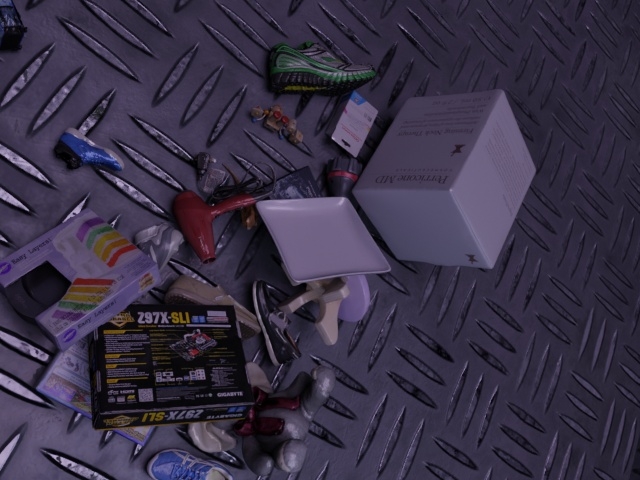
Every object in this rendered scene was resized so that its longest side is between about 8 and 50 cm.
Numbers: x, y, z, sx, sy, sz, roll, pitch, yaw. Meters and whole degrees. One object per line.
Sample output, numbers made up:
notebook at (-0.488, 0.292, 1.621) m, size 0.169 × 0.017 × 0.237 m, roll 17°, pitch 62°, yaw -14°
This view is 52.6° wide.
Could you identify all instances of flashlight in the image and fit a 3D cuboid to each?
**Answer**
flashlight at (0.050, -0.081, 1.824) m, size 0.103 × 0.103 × 0.303 m, roll 18°, pitch 72°, yaw -31°

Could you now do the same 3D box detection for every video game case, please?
video game case at (-0.454, 0.288, 1.458) m, size 0.269 × 0.061 × 0.244 m, roll 38°, pitch 63°, yaw -22°

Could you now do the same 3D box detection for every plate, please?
plate at (0.000, 0.000, 1.628) m, size 0.278 × 0.045 × 0.277 m, roll -5°, pitch 48°, yaw -29°

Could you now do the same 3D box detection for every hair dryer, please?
hair dryer at (-0.250, -0.083, 1.582) m, size 0.224 × 0.080 × 0.293 m, roll 14°, pitch 75°, yaw 14°

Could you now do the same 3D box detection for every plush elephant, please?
plush elephant at (-0.154, 0.409, 1.540) m, size 0.255 × 0.330 × 0.271 m, roll 30°, pitch 53°, yaw -2°

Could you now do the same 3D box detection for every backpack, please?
backpack at (-0.695, -0.478, 1.393) m, size 0.084 × 0.105 × 0.114 m, roll -17°, pitch 87°, yaw -35°

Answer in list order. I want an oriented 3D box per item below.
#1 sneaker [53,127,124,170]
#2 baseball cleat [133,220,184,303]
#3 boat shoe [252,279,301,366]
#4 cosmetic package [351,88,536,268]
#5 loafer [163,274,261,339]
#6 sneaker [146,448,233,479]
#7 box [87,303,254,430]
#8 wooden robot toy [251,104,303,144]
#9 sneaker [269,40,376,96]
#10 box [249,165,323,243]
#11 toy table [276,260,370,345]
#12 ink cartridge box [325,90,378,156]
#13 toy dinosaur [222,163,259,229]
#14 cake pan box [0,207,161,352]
sneaker at (-0.532, -0.184, 1.481) m, size 0.152 × 0.058 × 0.084 m, roll 35°, pitch 60°, yaw -20°
baseball cleat at (-0.412, 0.046, 1.531) m, size 0.109 × 0.072 × 0.205 m, roll 35°, pitch 60°, yaw -9°
boat shoe at (-0.115, 0.206, 1.671) m, size 0.084 × 0.079 × 0.233 m, roll -54°, pitch 126°, yaw -77°
cosmetic package at (0.367, -0.175, 1.867) m, size 0.327 × 0.330 × 0.393 m, roll 53°, pitch 56°, yaw -37°
loafer at (-0.254, 0.160, 1.587) m, size 0.269 × 0.102 × 0.092 m, roll 34°, pitch 41°, yaw -32°
sneaker at (-0.299, 0.536, 1.512) m, size 0.211 × 0.081 × 0.080 m, roll 18°, pitch 75°, yaw -29°
box at (-0.320, 0.260, 1.382) m, size 0.322 × 0.079 × 0.257 m, roll 3°, pitch 48°, yaw -27°
wooden robot toy at (-0.111, -0.341, 1.782) m, size 0.173 × 0.076 × 0.079 m, roll 28°, pitch 57°, yaw -27°
sneaker at (0.014, -0.500, 1.847) m, size 0.344 × 0.134 × 0.146 m, roll -5°, pitch 85°, yaw -33°
box at (-0.079, -0.096, 1.748) m, size 0.158 × 0.093 × 0.156 m, roll -31°, pitch 100°, yaw -32°
toy table at (0.002, 0.124, 1.698) m, size 0.274 × 0.252 × 0.161 m, roll 53°, pitch 42°, yaw -3°
ink cartridge box at (0.086, -0.336, 1.912) m, size 0.104 × 0.062 × 0.181 m, roll 36°, pitch 64°, yaw -23°
toy dinosaur at (-0.191, -0.101, 1.683) m, size 0.064 × 0.112 × 0.211 m, roll -18°, pitch 51°, yaw -12°
cake pan box at (-0.518, 0.076, 1.363) m, size 0.246 × 0.070 × 0.267 m, roll 35°, pitch 55°, yaw 25°
